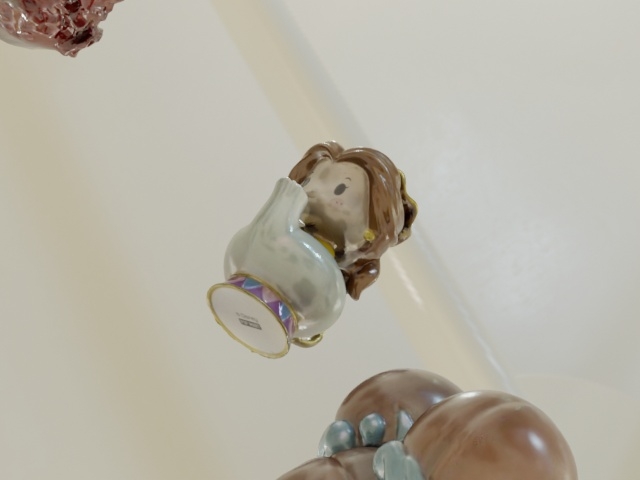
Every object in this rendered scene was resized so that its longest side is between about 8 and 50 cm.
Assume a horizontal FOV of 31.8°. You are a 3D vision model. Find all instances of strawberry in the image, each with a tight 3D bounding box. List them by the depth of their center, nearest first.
[{"bbox_3d":[-0.297,-0.332,1.192,0.274,0.274,0.220,44,-126,6],"label":"strawberry"}]

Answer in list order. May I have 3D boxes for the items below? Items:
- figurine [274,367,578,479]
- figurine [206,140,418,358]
[{"bbox_3d":[0.072,0.308,0.833,0.248,0.276,0.388,-16,-86,-19],"label":"figurine"},{"bbox_3d":[0.000,0.000,1.174,0.142,0.189,0.263,17,-131,32],"label":"figurine"}]
